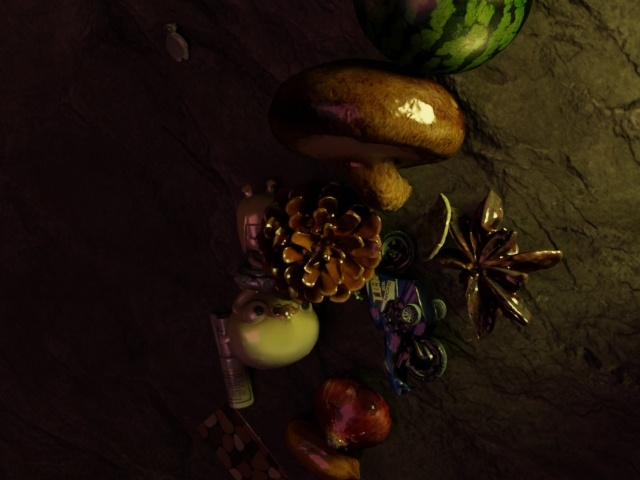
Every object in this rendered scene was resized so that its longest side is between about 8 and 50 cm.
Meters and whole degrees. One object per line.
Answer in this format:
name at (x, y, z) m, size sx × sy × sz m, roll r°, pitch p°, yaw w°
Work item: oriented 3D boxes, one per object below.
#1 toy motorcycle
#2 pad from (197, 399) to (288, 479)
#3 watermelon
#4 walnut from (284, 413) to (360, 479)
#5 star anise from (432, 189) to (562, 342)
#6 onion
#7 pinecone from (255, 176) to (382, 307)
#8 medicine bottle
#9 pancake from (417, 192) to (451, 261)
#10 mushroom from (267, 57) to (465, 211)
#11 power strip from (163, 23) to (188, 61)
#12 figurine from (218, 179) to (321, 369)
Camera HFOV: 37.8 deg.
toy motorcycle at (0.149, 0.144, 1.854) m, size 0.169 × 0.113 × 0.315 m, roll -21°, pitch 79°, yaw 34°
pad at (-0.194, 0.518, 2.292) m, size 0.235 × 0.003 × 0.158 m, roll 51°, pitch 127°, yaw 7°
watermelon at (0.196, -0.410, 1.518) m, size 0.285 × 0.285 × 0.285 m, roll 12°, pitch 114°, yaw 30°
walnut at (0.007, 0.461, 2.067) m, size 0.207 × 0.116 × 0.115 m, roll 35°, pitch 123°, yaw 24°
star anise at (0.306, 0.046, 1.710) m, size 0.282 × 0.129 × 0.212 m, roll 52°, pitch 127°, yaw 29°
onion at (0.057, 0.374, 1.984) m, size 0.184 × 0.147 × 0.183 m, roll 19°, pitch 131°, yaw 23°
pinecone at (0.007, 0.008, 1.800) m, size 0.264 × 0.264 × 0.264 m, roll 12°, pitch 114°, yaw 30°
medicine bottle at (-0.211, 0.277, 2.184) m, size 0.092 × 0.061 × 0.220 m, roll 8°, pitch 112°, yaw 52°
pancake at (0.211, -0.018, 1.764) m, size 0.023 × 0.116 × 0.129 m, roll 12°, pitch 145°, yaw -16°
mushroom at (0.075, -0.212, 1.665) m, size 0.345 × 0.345 × 0.239 m, roll -33°, pitch 52°, yaw 37°
power strip at (-0.307, -0.427, 2.006) m, size 0.055 × 0.035 × 0.083 m, roll -8°, pitch 116°, yaw 36°
figurine at (-0.129, 0.068, 1.996) m, size 0.275 × 0.227 × 0.394 m, roll 16°, pitch 113°, yaw 60°
